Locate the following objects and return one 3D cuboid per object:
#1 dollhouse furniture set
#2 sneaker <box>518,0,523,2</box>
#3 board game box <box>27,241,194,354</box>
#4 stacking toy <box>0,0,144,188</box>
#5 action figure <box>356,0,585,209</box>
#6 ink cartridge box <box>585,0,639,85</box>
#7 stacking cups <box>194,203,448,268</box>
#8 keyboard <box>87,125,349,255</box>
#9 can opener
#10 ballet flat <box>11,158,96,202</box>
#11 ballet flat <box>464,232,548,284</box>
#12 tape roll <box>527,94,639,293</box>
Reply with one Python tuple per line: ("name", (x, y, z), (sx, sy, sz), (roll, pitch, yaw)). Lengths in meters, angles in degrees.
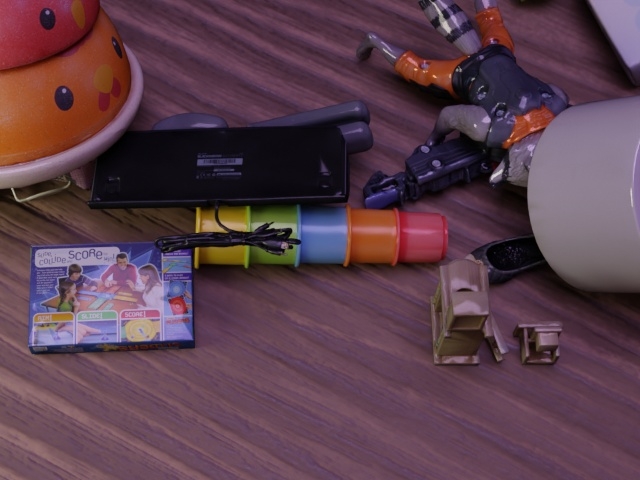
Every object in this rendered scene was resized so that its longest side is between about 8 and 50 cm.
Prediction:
("dollhouse furniture set", (0.223, 0.073, 1.588), (0.161, 0.182, 0.101), (0, 66, -3))
("sneaker", (0.289, -0.437, 1.867), (0.082, 0.069, 0.209), (-19, 72, 11))
("board game box", (-0.258, 0.069, 1.641), (0.201, 0.035, 0.136), (-1, 67, -4))
("stacking toy", (-0.399, -0.329, 1.528), (0.351, 0.479, 0.350), (0, 42, 0))
("action figure", (0.178, -0.182, 1.708), (0.341, 0.178, 0.330), (-29, 62, -16))
("ink cartridge box", (0.482, -0.449, 1.824), (0.308, 0.091, 0.385), (-28, 71, 11))
("stacking cups", (0.000, 0.000, 1.665), (0.316, 0.096, 0.096), (4, 66, -6))
("keyboard", (-0.123, -0.057, 1.605), (0.317, 0.033, 0.201), (-2, 53, 4))
("can opener", (-0.074, -0.128, 1.692), (0.281, 0.093, 0.074), (-9, 56, 5))
("ballet flat", (-0.397, -0.088, 1.688), (0.222, 0.077, 0.079), (0, 86, -4))
("ballet flat", (0.257, 0.013, 1.689), (0.173, 0.049, 0.057), (-17, 68, -10))
("tape roll", (0.396, -0.056, 1.602), (0.246, 0.169, 0.246), (1, 89, -36))
